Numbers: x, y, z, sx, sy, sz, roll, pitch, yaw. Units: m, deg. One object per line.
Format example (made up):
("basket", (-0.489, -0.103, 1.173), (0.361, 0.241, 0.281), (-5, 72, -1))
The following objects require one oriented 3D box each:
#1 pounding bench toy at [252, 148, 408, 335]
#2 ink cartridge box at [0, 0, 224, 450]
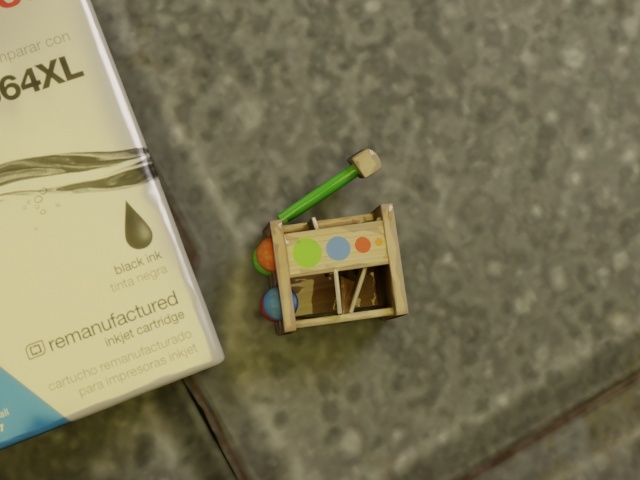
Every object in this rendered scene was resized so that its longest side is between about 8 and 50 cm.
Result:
("pounding bench toy", (0.000, 0.000, 0.607), (0.065, 0.052, 0.083), (-7, 85, -7))
("ink cartridge box", (-0.147, -0.014, 0.573), (0.148, 0.086, 0.203), (-21, 88, -8))
